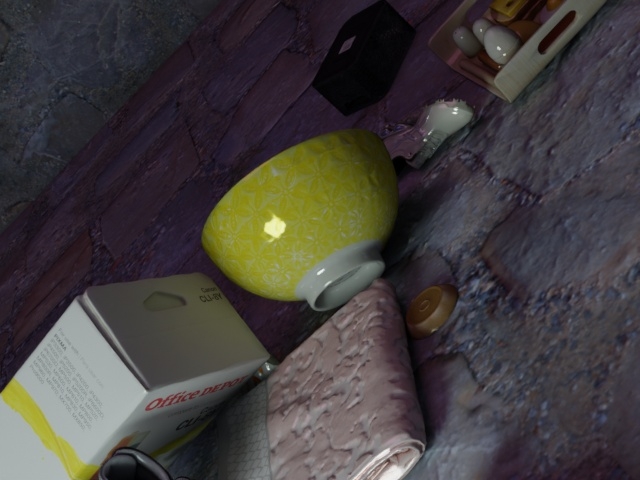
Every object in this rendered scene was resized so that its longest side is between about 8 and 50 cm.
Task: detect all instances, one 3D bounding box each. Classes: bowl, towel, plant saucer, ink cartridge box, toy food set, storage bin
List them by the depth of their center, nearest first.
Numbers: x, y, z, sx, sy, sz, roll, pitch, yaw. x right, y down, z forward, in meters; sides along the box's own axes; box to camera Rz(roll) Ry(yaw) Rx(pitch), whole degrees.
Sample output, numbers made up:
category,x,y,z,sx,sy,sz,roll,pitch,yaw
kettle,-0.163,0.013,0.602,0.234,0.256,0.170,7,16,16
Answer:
category,x,y,z,sx,sy,sz,roll,pitch,yaw
towel,-0.011,0.229,1.462,0.317,0.053,0.332,-42,25,19
plant saucer,0.132,0.083,1.477,0.083,0.015,0.083,-39,25,22
ink cartridge box,-0.289,0.237,1.584,0.385,0.160,0.279,-49,-19,24
bowl,0.000,0.000,1.619,0.289,0.289,0.156,-40,67,21
toy food set,0.280,-0.332,1.747,0.220,0.092,0.306,-47,24,6
storage bin,0.076,-0.320,2.107,0.122,0.084,0.180,-19,36,49

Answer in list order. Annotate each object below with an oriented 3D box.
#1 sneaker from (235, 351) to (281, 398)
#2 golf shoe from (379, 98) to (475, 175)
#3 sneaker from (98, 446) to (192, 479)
category,x,y,z,sx,sy,sz,roll,pitch,yaw
sneaker,-0.117,0.171,1.715,0.083,0.084,0.215,-25,19,-37
golf shoe,0.157,-0.145,1.745,0.176,0.069,0.086,-26,52,48
sneaker,-0.262,0.316,1.398,0.268,0.153,0.101,-2,34,7
